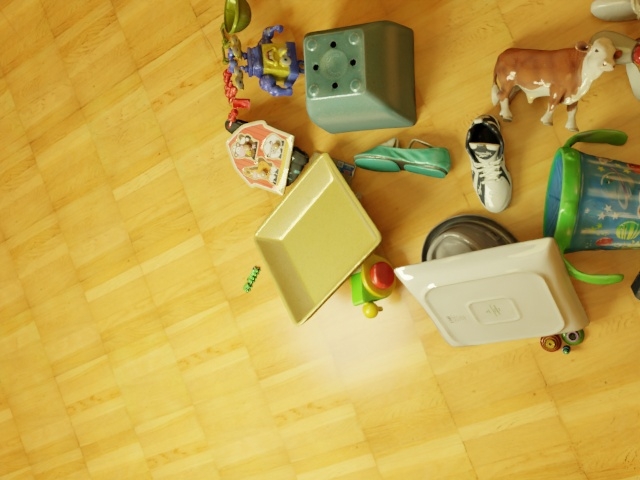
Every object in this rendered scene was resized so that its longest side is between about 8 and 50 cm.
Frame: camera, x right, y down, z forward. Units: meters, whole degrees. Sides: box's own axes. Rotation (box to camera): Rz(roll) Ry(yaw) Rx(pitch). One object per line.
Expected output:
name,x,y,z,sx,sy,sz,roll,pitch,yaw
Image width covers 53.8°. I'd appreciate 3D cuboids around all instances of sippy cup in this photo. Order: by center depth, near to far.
sippy cup,0.610,-0.075,1.345,0.224,0.240,0.306,7,108,12

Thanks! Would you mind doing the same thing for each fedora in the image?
fedora,0.358,0.067,1.505,0.243,0.124,0.275,-44,77,20

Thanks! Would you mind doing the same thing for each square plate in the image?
square plate,0.386,0.141,1.401,0.344,0.347,0.049,-14,46,27

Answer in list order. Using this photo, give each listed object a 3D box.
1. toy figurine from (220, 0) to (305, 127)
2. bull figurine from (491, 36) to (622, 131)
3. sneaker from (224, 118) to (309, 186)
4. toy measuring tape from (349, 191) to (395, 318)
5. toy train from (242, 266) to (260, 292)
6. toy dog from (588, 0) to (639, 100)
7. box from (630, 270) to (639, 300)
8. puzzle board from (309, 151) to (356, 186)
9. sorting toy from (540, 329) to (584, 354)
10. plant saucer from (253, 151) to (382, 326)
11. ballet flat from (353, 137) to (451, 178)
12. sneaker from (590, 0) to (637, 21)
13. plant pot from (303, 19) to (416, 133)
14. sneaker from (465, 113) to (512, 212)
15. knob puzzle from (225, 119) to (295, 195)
toy figurine,-0.144,-0.481,1.691,0.217,0.191,0.363,0,66,-15
bull figurine,0.503,-0.345,1.377,0.310,0.101,0.189,26,107,54
sneaker,-0.162,-0.245,1.717,0.267,0.101,0.106,32,108,18
toy measuring tape,0.131,0.040,1.626,0.121,0.121,0.330,-11,69,23
toy train,-0.198,0.111,1.803,0.023,0.017,0.083,35,107,28
toy dog,0.749,-0.374,1.310,0.334,0.161,0.220,47,121,22
box,0.792,0.032,1.306,0.165,0.143,0.270,30,105,18
puzzle board,0.026,-0.173,1.690,0.128,0.011,0.096,21,101,20
sorting toy,0.566,0.236,1.473,0.102,0.042,0.061,-24,84,22
plant saucer,0.000,0.000,1.620,0.333,0.081,0.333,-48,50,23
ballet flat,0.208,-0.213,1.583,0.247,0.083,0.087,10,73,22
sneaker,0.692,-0.536,1.354,0.212,0.080,0.094,-4,81,16
plant pot,0.076,-0.399,1.521,0.247,0.252,0.247,-1,94,24
sneaker,0.385,-0.179,1.459,0.094,0.153,0.235,0,93,25
knob puzzle,-0.171,-0.226,1.669,0.213,0.030,0.213,10,115,22
